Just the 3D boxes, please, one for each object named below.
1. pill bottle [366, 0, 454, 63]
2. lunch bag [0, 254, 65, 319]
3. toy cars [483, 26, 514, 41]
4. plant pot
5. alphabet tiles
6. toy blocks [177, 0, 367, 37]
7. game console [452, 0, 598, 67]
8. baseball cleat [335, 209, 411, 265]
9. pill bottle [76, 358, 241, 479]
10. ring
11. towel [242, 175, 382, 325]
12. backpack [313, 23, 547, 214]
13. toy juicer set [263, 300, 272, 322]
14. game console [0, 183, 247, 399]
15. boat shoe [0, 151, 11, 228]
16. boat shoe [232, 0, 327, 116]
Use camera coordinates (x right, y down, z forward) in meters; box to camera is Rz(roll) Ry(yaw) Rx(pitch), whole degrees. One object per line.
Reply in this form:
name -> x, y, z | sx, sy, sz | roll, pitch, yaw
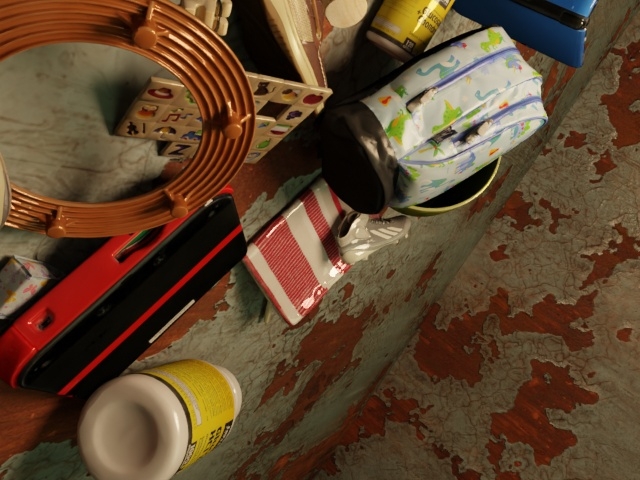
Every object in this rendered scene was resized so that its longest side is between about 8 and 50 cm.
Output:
pill bottle -> 0.163, -0.399, 0.943 | 0.184, 0.103, 0.103 | -59, 155, 15
lunch bag -> -0.368, 0.063, 0.710 | 0.071, 0.053, 0.083 | -49, 165, -3
toy cars -> 0.439, -0.549, 1.240 | 0.176, 0.087, 0.393 | -50, 156, -5
plant pot -> 0.214, -0.161, 1.218 | 0.275, 0.275, 0.293 | -49, 171, -7
alphabet tiles -> -0.132, -0.157, 0.731 | 0.237, 0.009, 0.198 | -1, 159, -41
toy blocks -> -0.070, -0.371, 0.477 | 0.289, 0.260, 0.309 | -3, 152, -20
game console -> 0.362, -0.467, 0.969 | 0.173, 0.293, 0.250 | -25, 144, -47
baseball cleat -> 0.117, -0.029, 1.202 | 0.206, 0.072, 0.109 | -33, 118, -34
pill bottle -> -0.269, 0.321, 1.038 | 0.188, 0.188, 0.334 | -54, 167, 4
ring -> -0.227, -0.099, 0.563 | 0.337, 0.032, 0.336 | -13, 146, -9
towel -> 0.000, 0.000, 1.183 | 0.329, 0.037, 0.237 | -44, 132, -20
backpack -> 0.195, -0.200, 0.946 | 0.355, 0.273, 0.290 | -45, 170, -12
toy juicer set -> -0.003, 0.052, 1.285 | 0.329, 0.089, 0.209 | -42, 154, -21
game console -> -0.271, 0.080, 0.856 | 0.386, 0.060, 0.342 | -44, 169, -15
boat shoe -> -0.316, -0.114, 0.381 | 0.130, 0.132, 0.355 | -77, 172, -52
boat shoe -> -0.035, -0.299, 0.722 | 0.123, 0.123, 0.342 | -46, 149, -10
